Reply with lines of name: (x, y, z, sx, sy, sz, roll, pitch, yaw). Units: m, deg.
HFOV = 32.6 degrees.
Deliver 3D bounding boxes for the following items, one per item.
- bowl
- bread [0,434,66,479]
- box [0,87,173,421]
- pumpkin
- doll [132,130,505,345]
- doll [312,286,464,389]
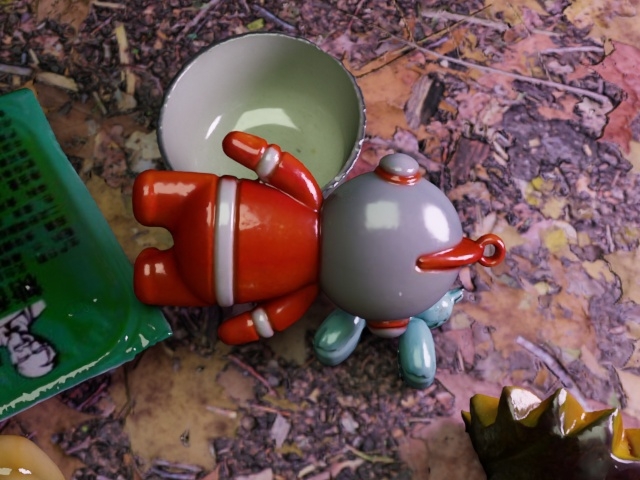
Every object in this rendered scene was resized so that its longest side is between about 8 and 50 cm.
bowl: (-0.058, -0.096, 1.121, 0.212, 0.112, 0.211, 0, 64, 1)
bread: (-0.328, 0.244, 0.956, 0.217, 0.147, 0.098, -23, 47, -12)
box: (-0.334, 0.035, 1.061, 0.264, 0.106, 0.336, -25, 67, -20)
pumpkin: (0.229, 0.230, 0.949, 0.254, 0.130, 0.149, 20, 67, 9)
doll: (0.000, 0.000, 0.995, 0.337, 0.105, 0.199, 1, 105, 0)
doll: (0.056, 0.055, 1.075, 0.159, 0.059, 0.158, 20, 69, 12)
